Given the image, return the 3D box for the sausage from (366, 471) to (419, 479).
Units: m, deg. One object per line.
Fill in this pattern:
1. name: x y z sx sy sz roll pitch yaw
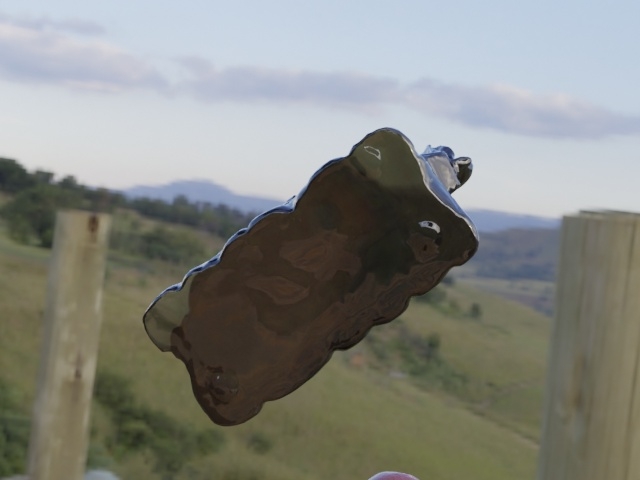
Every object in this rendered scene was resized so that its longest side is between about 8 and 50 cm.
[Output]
1. sausage: 0.039 0.196 0.840 0.094 0.059 0.054 -33 48 -28

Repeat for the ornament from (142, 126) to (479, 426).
1. ornament: 0.000 0.000 0.890 0.251 0.106 0.260 -35 8 14
